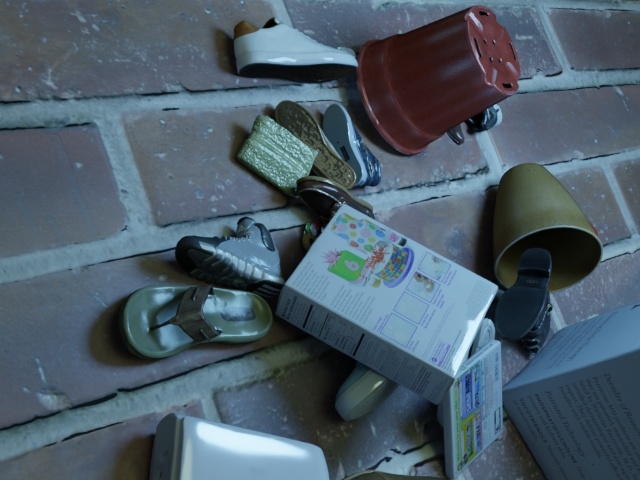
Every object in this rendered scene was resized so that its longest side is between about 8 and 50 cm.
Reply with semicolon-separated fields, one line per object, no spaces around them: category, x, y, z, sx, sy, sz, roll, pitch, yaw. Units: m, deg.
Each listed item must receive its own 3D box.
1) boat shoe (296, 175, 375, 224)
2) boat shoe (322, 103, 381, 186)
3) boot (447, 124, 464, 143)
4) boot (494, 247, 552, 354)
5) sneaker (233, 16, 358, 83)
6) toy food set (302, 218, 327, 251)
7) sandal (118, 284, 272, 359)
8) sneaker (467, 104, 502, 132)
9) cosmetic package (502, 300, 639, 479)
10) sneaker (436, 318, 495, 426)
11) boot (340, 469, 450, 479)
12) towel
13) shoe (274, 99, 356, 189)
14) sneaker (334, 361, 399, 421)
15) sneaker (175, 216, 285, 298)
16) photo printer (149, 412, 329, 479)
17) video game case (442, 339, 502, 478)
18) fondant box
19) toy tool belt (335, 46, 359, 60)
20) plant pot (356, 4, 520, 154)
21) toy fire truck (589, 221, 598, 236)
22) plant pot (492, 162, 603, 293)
boat shoe;0.033;-0.059;1.801;0.207;0.073;0.073;24;58;-39
boat shoe;0.065;-0.192;1.920;0.083;0.065;0.183;3;66;-55
boot;0.335;-0.288;2.155;0.106;0.114;0.037;55;46;-5
boot;0.450;0.169;1.995;0.263;0.091;0.229;-58;147;-35
sneaker;-0.046;-0.393;1.883;0.290;0.106;0.123;-1;73;-40
toy food set;0.000;0.000;1.791;0.083;0.020;0.082;33;51;-24
sandal;-0.194;0.117;1.520;0.303;0.086;0.120;-4;72;-42
sneaker;0.345;-0.356;2.223;0.234;0.078;0.106;56;43;-7
cosmetic package;0.663;0.332;1.939;0.329;0.393;0.327;-31;91;-46
sneaker;0.271;0.260;1.861;0.090;0.095;0.235;44;62;-50
boot;0.146;0.450;1.633;0.305;0.115;0.112;7;67;-37
towel;-0.082;-0.159;1.774;0.148;0.027;0.110;33;74;-25
shoe;-0.017;-0.183;1.849;0.076;0.058;0.219;-40;94;-12
sneaker;0.114;0.188;1.751;0.150;0.135;0.366;35;48;17
sneaker;-0.158;0.008;1.619;0.228;0.086;0.132;28;48;-41
photo printer;-0.113;0.417;1.428;0.307;0.107;0.256;21;57;-32
video game case;0.297;0.326;1.815;0.193;0.023;0.212;-28;120;-45
fondant box;0.121;0.107;1.668;0.330;0.096;0.238;29;49;7
toy tool belt;0.051;-0.389;2.016;0.083;0.051;0.052;-5;57;-55
plant pot;0.262;-0.354;1.989;0.272;0.265;0.272;24;56;-42
toy fire truck;0.601;-0.031;2.307;0.192;0.047;0.135;41;48;-17
plant pot;0.490;-0.046;2.118;0.237;0.237;0.254;25;41;-30
